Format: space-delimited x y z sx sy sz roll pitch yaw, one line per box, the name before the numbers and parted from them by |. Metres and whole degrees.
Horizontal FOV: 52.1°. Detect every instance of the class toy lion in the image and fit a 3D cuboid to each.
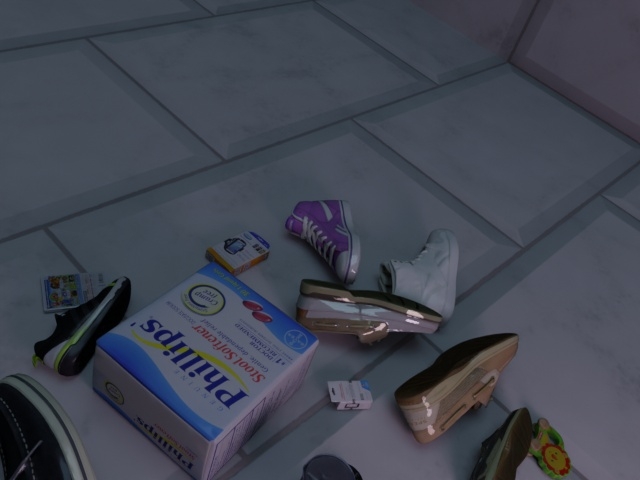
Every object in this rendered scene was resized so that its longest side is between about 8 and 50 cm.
toy lion | 0.450 0.412 1.281 0.096 0.034 0.100 37 43 9

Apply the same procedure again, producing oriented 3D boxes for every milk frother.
milk frother | 0.020 0.391 1.051 0.129 0.135 0.143 15 41 -7

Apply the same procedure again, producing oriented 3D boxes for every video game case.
video game case | -0.475 0.099 1.271 0.122 0.011 0.087 -4 47 -25

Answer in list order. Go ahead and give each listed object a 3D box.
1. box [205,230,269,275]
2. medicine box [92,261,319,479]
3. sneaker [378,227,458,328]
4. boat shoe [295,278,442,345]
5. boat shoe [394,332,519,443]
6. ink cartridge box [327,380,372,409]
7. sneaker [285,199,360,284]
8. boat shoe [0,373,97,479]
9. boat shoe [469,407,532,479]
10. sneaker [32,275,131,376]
box | -0.178 0.027 1.456 0.081 0.028 0.136 40 42 22
medicine box | -0.197 0.219 1.145 0.263 0.149 0.289 34 42 16
sneaker | 0.224 0.056 1.521 0.169 0.108 0.293 19 42 -6
boat shoe | 0.097 0.160 1.359 0.302 0.103 0.113 12 6 -2
boat shoe | 0.286 0.284 1.308 0.341 0.121 0.110 -23 93 -35
ink cartridge box | 0.053 0.295 1.250 0.083 0.028 0.048 4 43 -18
sneaker | 0.000 0.001 1.509 0.161 0.102 0.282 5 32 -12
boat shoe | -0.375 0.395 0.861 0.156 0.187 0.500 -8 53 -37
boat shoe | 0.331 0.394 1.215 0.073 0.080 0.223 -9 26 39
sneaker | -0.432 0.139 1.187 0.097 0.084 0.235 21 42 6
